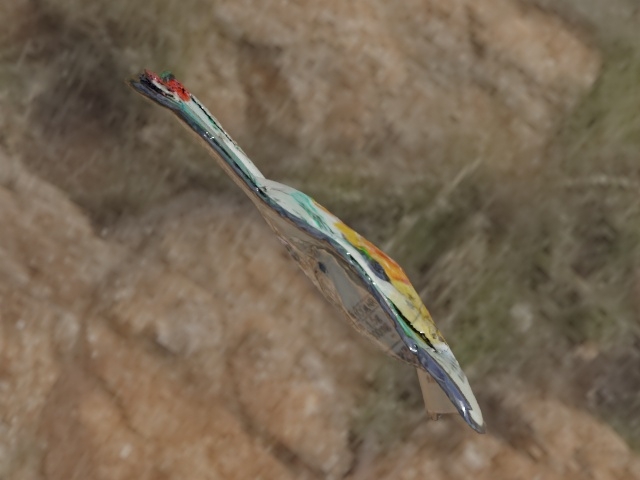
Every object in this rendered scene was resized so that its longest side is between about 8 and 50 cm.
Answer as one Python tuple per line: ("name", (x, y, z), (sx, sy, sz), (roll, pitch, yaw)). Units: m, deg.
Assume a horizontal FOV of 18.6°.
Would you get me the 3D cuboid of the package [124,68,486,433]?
("package", (0.000, 0.000, 0.950), (0.040, 0.166, 0.232), (-43, 90, 2))
